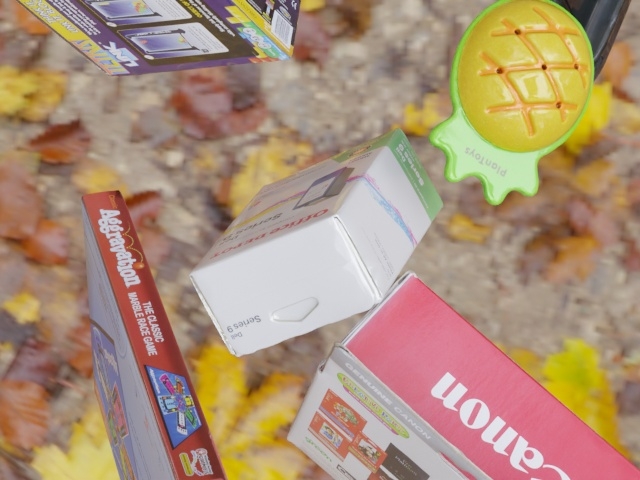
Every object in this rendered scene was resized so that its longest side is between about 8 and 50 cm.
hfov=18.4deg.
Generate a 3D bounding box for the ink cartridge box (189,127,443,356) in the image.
[{"bbox_3d":[0.000,0.000,1.721,0.093,0.154,0.212,60,27,-14],"label":"ink cartridge box"}]

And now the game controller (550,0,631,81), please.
[{"bbox_3d":[0.271,-0.302,1.915,0.166,0.067,0.319,47,59,-41],"label":"game controller"}]

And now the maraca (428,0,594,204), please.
[{"bbox_3d":[0.165,-0.122,1.680,0.127,0.099,0.185,27,77,-9],"label":"maraca"}]

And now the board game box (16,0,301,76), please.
[{"bbox_3d":[-0.113,-0.161,1.206,0.170,0.141,0.048,40,54,-55],"label":"board game box"}]

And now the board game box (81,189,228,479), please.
[{"bbox_3d":[-0.089,0.105,1.056,0.027,0.281,0.145,-7,123,-14],"label":"board game box"}]

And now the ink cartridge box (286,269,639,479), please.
[{"bbox_3d":[0.141,0.187,1.669,0.309,0.272,0.130,41,68,8],"label":"ink cartridge box"}]
